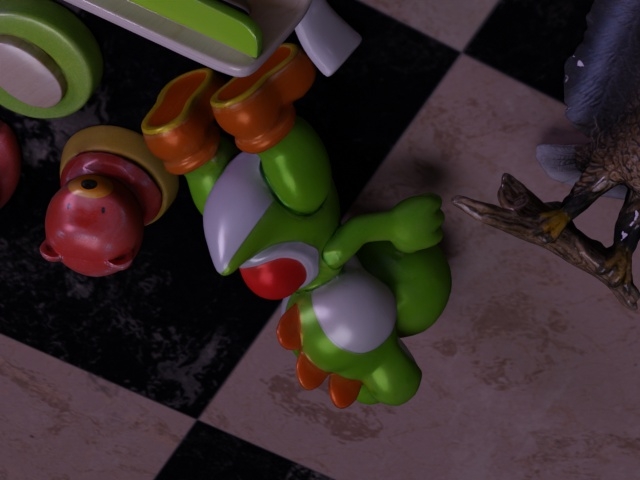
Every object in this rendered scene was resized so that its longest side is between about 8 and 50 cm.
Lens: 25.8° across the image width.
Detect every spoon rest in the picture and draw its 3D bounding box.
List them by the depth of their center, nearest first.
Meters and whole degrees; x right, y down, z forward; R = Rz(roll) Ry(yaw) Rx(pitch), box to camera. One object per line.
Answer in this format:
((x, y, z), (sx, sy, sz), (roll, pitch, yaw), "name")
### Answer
((0.045, -0.228, 1.079), (0.084, 0.137, 0.276), (40, 147, -4), "spoon rest")

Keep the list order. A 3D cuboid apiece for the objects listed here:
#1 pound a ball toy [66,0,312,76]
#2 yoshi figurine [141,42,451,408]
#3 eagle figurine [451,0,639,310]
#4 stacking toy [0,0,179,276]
((-0.114, -0.267, 1.018), (0.319, 0.136, 0.208), (25, 145, 16), "pound a ball toy")
((0.006, -0.016, 1.302), (0.203, 0.203, 0.362), (-31, 115, 1), "yoshi figurine")
((0.289, -0.093, 1.126), (0.226, 0.225, 0.298), (8, 121, -56), "eagle figurine")
((-0.318, -0.080, 1.327), (0.309, 0.130, 0.279), (-1, 135, 17), "stacking toy")
